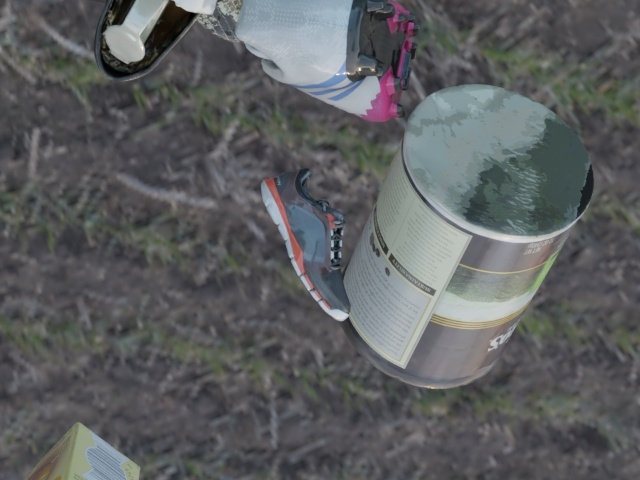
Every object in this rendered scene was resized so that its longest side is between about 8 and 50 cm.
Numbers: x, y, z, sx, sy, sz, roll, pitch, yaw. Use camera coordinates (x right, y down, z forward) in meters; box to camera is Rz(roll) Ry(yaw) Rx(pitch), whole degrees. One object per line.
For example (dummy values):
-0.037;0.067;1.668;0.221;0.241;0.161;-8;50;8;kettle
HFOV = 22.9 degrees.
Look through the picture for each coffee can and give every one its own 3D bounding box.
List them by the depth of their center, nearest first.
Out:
0.146;0.000;1.673;0.201;0.202;0.275;-5;144;-20;coffee can

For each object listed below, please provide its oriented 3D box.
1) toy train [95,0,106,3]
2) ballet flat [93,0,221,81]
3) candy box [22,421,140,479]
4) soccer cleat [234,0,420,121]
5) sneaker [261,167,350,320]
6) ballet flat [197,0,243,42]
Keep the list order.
-0.151;-0.330;1.686;0.333;0.190;0.142;9;152;-31;toy train
-0.109;-0.204;1.223;0.095;0.096;0.280;32;146;-6;ballet flat
-0.257;0.317;1.419;0.087;0.316;0.183;39;104;-15;candy box
0.009;-0.189;1.503;0.143;0.331;0.116;10;87;11;soccer cleat
0.000;0.000;1.522;0.065;0.158;0.061;-27;176;5;sneaker
-0.124;-0.441;1.545;0.164;0.483;0.182;-15;174;-36;ballet flat
